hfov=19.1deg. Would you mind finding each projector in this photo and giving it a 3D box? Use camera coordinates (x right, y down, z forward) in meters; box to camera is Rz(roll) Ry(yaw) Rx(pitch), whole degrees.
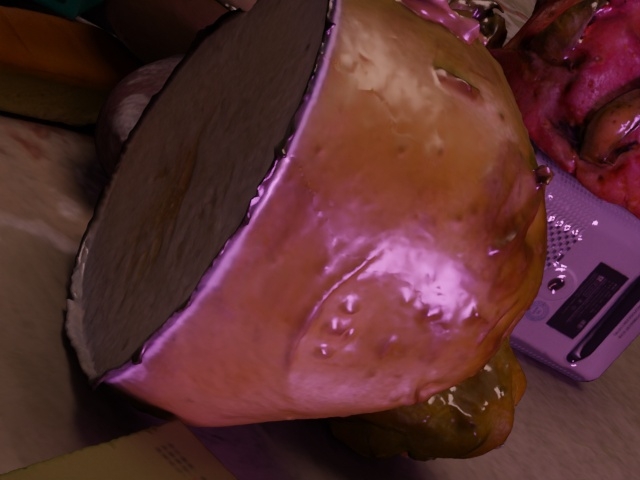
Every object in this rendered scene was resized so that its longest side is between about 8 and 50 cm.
[{"bbox_3d":[0.169,-0.027,1.523,0.177,0.163,0.242,29,23,-22],"label":"projector"}]

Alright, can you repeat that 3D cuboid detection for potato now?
[{"bbox_3d":[0.000,0.000,1.045,0.196,0.300,0.246,28,63,-21],"label":"potato"}]

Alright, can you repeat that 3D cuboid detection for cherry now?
[{"bbox_3d":[-0.068,-0.047,1.262,0.188,0.115,0.148,48,2,19],"label":"cherry"}]

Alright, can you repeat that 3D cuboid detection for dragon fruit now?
[{"bbox_3d":[0.236,-0.128,1.426,0.282,0.147,0.211,43,27,4],"label":"dragon fruit"}]

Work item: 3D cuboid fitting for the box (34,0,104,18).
[{"bbox_3d":[-0.258,-0.238,1.425,0.226,0.042,0.161,24,17,2],"label":"box"}]

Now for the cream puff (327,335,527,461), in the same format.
[{"bbox_3d":[0.046,0.081,1.176,0.146,0.116,0.146,20,51,-26],"label":"cream puff"}]

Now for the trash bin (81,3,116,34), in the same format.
[{"bbox_3d":[-0.114,-0.290,1.566,0.115,0.225,0.165,26,22,-20],"label":"trash bin"}]

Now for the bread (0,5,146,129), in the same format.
[{"bbox_3d":[-0.211,-0.124,1.298,0.226,0.049,0.088,10,32,-48],"label":"bread"}]

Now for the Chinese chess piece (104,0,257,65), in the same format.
[{"bbox_3d":[-0.039,-0.140,1.363,0.250,0.103,0.250,35,-22,17],"label":"Chinese chess piece"}]

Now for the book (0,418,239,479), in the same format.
[{"bbox_3d":[-0.077,0.196,0.817,0.239,0.035,0.352,43,21,16],"label":"book"}]
